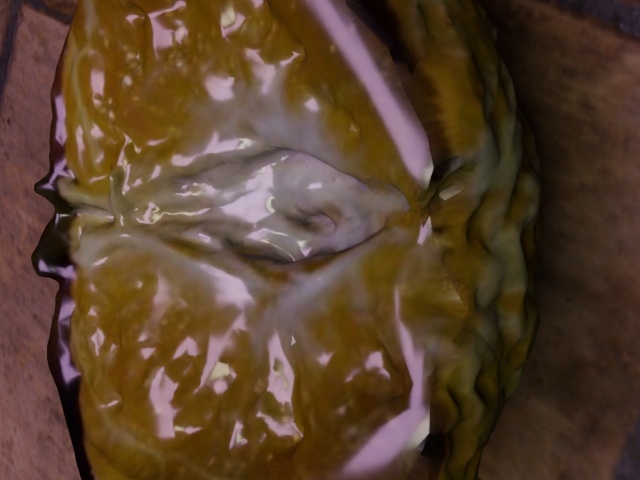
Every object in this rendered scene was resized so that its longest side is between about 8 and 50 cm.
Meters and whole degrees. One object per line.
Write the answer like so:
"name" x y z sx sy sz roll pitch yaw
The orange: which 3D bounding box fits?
"orange" 0.000 0.000 0.661 0.270 0.210 0.369 4 94 43
